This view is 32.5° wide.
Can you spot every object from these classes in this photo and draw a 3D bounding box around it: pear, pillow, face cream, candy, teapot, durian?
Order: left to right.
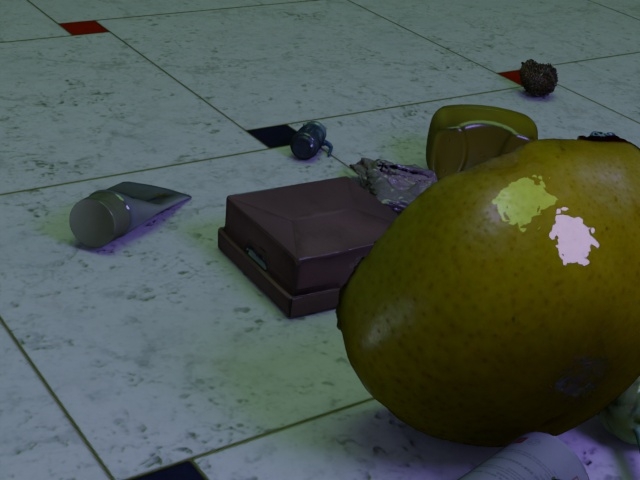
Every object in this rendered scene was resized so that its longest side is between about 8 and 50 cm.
[{"bbox_3d":[-0.279,-0.054,1.579,0.114,0.070,0.224,13,20,13],"label":"face cream"},{"bbox_3d":[-0.012,-0.168,1.846,0.064,0.049,0.083,12,28,12],"label":"teapot"},{"bbox_3d":[0.125,-0.084,1.677,0.135,0.049,0.248,12,18,-10],"label":"pillow"},{"bbox_3d":[0.152,0.263,1.016,0.096,0.095,0.214,29,36,36],"label":"face cream"},{"bbox_3d":[0.437,-0.331,2.209,0.080,0.080,0.091,-16,56,-35],"label":"durian"},{"bbox_3d":[0.229,0.082,1.128,0.387,0.340,0.191,-31,43,1],"label":"pear"},{"bbox_3d":[0.343,0.247,1.124,0.093,0.092,0.335,38,31,-18],"label":"candy"}]

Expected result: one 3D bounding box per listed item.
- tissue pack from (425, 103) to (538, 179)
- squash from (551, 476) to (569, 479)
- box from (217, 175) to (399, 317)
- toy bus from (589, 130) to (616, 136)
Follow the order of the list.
[{"bbox_3d":[0.264,-0.159,1.803,0.178,0.123,0.127,6,32,2],"label":"tissue pack"},{"bbox_3d":[0.352,0.292,0.984,0.319,0.071,0.080,30,9,14],"label":"squash"},{"bbox_3d":[0.000,0.000,1.493,0.215,0.086,0.215,-10,31,-30],"label":"box"},{"bbox_3d":[0.402,-0.083,1.706,0.265,0.121,0.120,-17,44,-37],"label":"toy bus"}]
